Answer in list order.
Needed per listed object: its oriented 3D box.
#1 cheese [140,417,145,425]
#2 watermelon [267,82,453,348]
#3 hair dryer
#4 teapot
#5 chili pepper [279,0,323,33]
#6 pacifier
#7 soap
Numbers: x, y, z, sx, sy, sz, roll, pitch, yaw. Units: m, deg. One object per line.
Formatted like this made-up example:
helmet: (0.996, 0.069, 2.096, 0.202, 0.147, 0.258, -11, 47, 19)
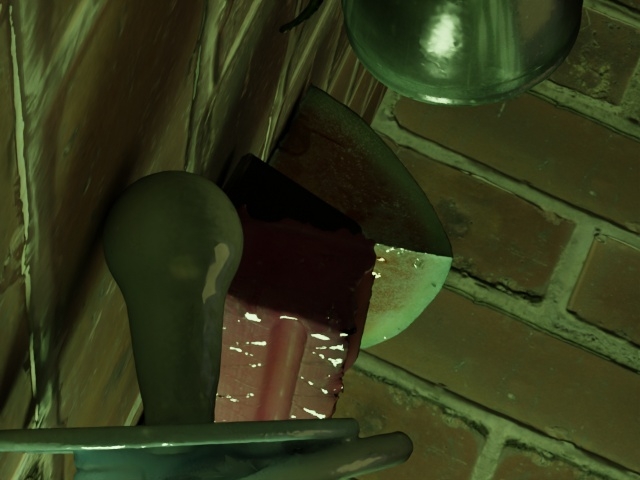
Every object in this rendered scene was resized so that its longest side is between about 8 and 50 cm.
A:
cheese: (-0.159, 0.179, 1.993, 0.097, 0.037, 0.192, 114, -1, -76)
watermelon: (0.000, 0.000, 2.152, 0.201, 0.262, 0.213, -26, 153, -40)
hair dryer: (-0.067, 0.035, 1.814, 0.255, 0.128, 0.070, -53, -172, 45)
teapot: (0.155, -0.316, 1.893, 0.322, 0.239, 0.239, -59, 161, -28)
chili pepper: (0.018, -0.245, 1.514, 0.122, 0.065, 0.279, -57, 174, -12)
pacifier: (-0.073, 0.072, 1.184, 0.299, 0.244, 0.233, 103, -20, -84)
soap: (-0.058, 0.092, 1.695, 0.289, 0.182, 0.112, 101, 11, -55)
